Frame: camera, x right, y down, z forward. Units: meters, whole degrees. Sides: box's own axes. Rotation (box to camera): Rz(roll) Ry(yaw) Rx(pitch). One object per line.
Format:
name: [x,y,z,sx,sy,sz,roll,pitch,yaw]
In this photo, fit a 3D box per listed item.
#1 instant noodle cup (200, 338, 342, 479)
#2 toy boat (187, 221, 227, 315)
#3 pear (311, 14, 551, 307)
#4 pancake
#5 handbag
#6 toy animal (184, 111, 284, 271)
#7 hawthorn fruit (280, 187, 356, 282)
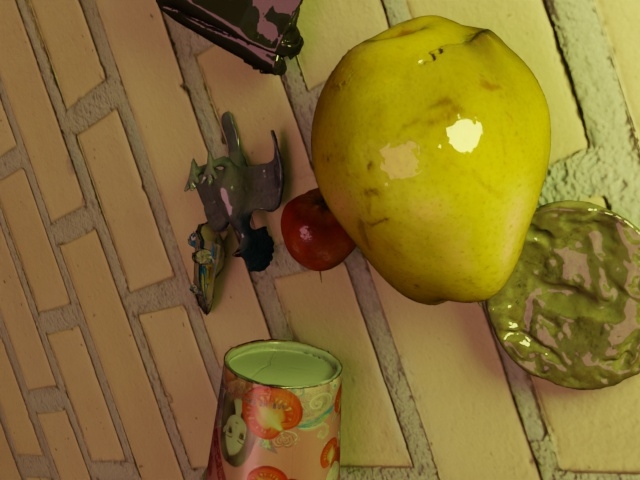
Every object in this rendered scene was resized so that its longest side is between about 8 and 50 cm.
instant noodle cup: [-0.068,0.301,1.206,0.243,0.243,0.231,17,107,37]
toy boat: [-0.208,0.058,1.355,0.084,0.066,0.210,-112,24,-50]
pear: [0.133,-0.089,0.878,0.285,0.285,0.336,20,147,36]
pancake: [0.315,0.067,0.900,0.241,0.050,0.242,12,113,30]
handbag: [-0.093,-0.407,1.058,0.257,0.113,0.285,40,120,18]
toy animal: [-0.142,-0.083,1.238,0.239,0.176,0.255,-11,62,40]
hawthorn fruit: [-0.004,-0.015,1.104,0.125,0.125,0.140,56,141,12]
